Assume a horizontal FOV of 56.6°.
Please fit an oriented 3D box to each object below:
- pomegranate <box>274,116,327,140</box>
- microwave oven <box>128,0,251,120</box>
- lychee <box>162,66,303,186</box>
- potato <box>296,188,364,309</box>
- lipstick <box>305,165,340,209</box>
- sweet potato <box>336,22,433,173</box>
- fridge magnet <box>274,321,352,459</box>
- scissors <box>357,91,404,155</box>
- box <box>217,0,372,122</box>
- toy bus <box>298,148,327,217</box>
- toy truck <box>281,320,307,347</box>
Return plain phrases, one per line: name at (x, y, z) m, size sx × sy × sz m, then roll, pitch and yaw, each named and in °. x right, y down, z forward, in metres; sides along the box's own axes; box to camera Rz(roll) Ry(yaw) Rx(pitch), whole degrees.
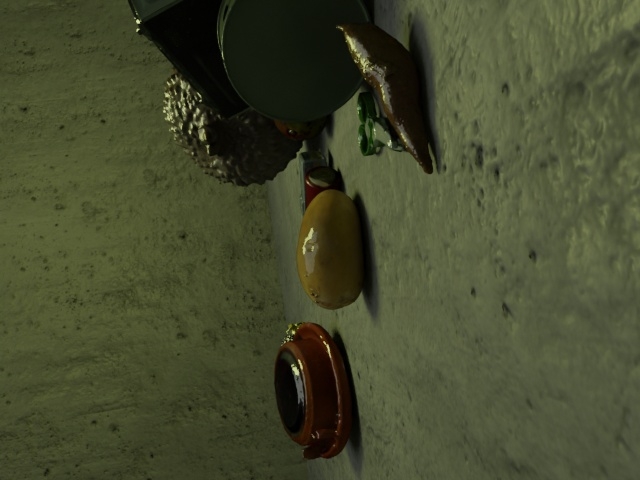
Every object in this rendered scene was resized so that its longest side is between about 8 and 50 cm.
pomegranate at (-0.040, -0.282, 1.317) m, size 0.130 × 0.130 × 0.130 m, roll 172°, pitch 90°, yaw -81°
microwave oven at (-0.222, -0.441, 1.154) m, size 0.286 × 0.218 × 0.355 m, roll 66°, pitch -173°, yaw 21°
lychee at (-0.205, -0.335, 1.525) m, size 0.432 × 0.380 × 0.381 m, roll -66°, pitch -22°, yaw -54°
potato at (0.021, 0.018, 1.156) m, size 0.150 × 0.146 × 0.234 m, roll 4°, pitch 103°, yaw 50°
lipstick at (0.004, -0.056, 1.347) m, size 0.241 × 0.080 × 0.080 m, roll 91°, pitch 168°, yaw -46°
sweet potato at (0.095, -0.186, 0.719) m, size 0.226 × 0.068 × 0.068 m, roll 62°, pitch 168°, yaw 10°
fridge magnet at (-0.022, 0.406, 1.617) m, size 0.363 × 0.155 × 0.364 m, roll 176°, pitch 90°, yaw -67°
scissors at (0.086, -0.160, 0.882) m, size 0.204 × 0.027 × 0.101 m, roll -114°, pitch 17°, yaw -67°
box at (-0.045, -0.315, 0.929) m, size 0.149 × 0.226 × 0.226 m, roll -113°, pitch 17°, yaw -59°
toy bus at (-0.011, -0.117, 1.398) m, size 0.064 × 0.075 × 0.191 m, roll -111°, pitch 17°, yaw -54°
toy truck at (-0.030, 0.391, 1.866) m, size 0.136 × 0.111 × 0.286 m, roll 36°, pitch -153°, yaw -57°
